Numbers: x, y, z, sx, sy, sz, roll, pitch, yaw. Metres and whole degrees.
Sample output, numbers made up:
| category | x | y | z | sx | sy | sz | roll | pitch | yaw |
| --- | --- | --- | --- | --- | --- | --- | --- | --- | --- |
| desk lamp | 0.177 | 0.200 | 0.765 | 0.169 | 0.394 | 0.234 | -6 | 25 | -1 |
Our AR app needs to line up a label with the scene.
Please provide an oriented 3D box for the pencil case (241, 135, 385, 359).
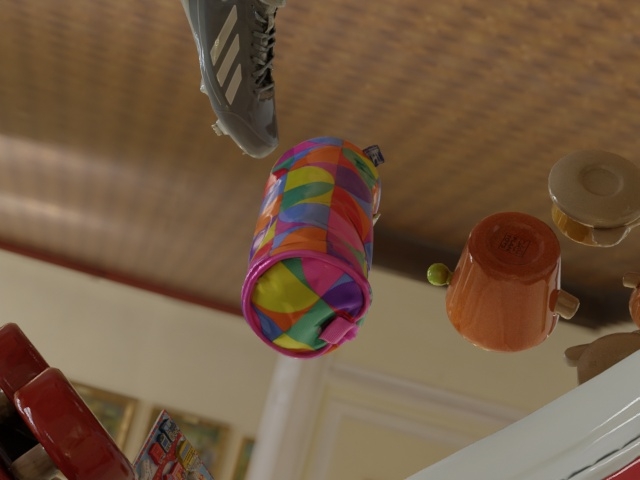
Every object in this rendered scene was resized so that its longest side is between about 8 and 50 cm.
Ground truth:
| category | x | y | z | sx | sy | sz | roll | pitch | yaw |
| --- | --- | --- | --- | --- | --- | --- | --- | --- | --- |
| pencil case | 0.000 | 0.000 | 1.195 | 0.104 | 0.104 | 0.236 | 15 | -153 | 0 |

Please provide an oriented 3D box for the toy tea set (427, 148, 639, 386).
| category | x | y | z | sx | sy | sz | roll | pitch | yaw |
| --- | --- | --- | --- | --- | --- | --- | --- | --- | --- |
| toy tea set | 0.245 | 0.084 | 1.233 | 0.336 | 0.200 | 0.124 | 52 | 154 | 32 |

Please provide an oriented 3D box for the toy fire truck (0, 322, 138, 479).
| category | x | y | z | sx | sy | sz | roll | pitch | yaw |
| --- | --- | --- | --- | --- | --- | --- | --- | --- | --- |
| toy fire truck | -0.200 | 0.217 | 1.088 | 0.254 | 0.169 | 0.302 | 58 | 167 | -23 |

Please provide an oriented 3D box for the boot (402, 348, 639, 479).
| category | x | y | z | sx | sy | sz | roll | pitch | yaw |
| --- | --- | --- | --- | --- | --- | --- | --- | --- | --- |
| boot | 0.070 | 0.123 | 0.307 | 0.088 | 0.176 | 0.244 | 29 | 124 | -32 |

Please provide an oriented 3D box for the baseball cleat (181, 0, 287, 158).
| category | x | y | z | sx | sy | sz | roll | pitch | yaw |
| --- | --- | --- | --- | --- | --- | --- | --- | --- | --- |
| baseball cleat | -0.061 | -0.174 | 1.304 | 0.109 | 0.206 | 0.072 | -16 | -167 | 29 |

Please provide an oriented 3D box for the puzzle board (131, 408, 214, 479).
| category | x | y | z | sx | sy | sz | roll | pitch | yaw |
| --- | --- | --- | --- | --- | --- | --- | --- | --- | --- |
| puzzle board | -0.146 | 0.237 | 1.518 | 0.011 | 0.128 | 0.096 | -27 | 107 | 23 |
